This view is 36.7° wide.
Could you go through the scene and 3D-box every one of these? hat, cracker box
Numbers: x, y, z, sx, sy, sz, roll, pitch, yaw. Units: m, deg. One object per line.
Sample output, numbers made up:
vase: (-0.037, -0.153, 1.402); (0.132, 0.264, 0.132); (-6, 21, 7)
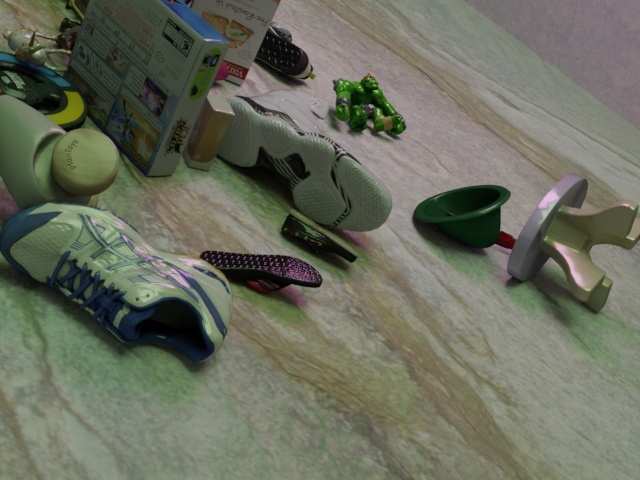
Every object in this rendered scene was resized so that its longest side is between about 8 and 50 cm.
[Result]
hat: (0.296, 0.006, 1.813); (0.209, 0.183, 0.173); (-11, 20, 13)
cracker box: (-0.182, -0.444, 1.916); (0.156, 0.232, 0.067); (20, 30, -15)

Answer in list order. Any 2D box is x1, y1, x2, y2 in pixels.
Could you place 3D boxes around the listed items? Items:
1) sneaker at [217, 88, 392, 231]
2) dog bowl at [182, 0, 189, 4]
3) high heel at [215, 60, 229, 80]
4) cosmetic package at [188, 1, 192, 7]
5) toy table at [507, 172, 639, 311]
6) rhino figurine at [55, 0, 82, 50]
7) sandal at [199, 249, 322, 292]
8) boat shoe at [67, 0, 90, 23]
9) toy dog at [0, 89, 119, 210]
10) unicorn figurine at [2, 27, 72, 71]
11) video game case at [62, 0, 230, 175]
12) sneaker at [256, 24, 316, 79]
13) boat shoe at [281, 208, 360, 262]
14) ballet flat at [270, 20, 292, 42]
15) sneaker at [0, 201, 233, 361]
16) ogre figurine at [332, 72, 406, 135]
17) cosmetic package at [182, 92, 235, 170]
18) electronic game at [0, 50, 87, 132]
sneaker: (-0.010, -0.158, 1.685); (0.366, 0.137, 0.210); (31, 30, 13)
dog bowl: (-0.366, -0.557, 1.908); (0.265, 0.265, 0.104); (27, 26, -2)
high heel: (-0.266, -0.314, 1.820); (0.244, 0.082, 0.117); (17, 59, -49)
cosmetic package: (-0.343, -0.649, 2.197); (0.230, 0.161, 0.453); (35, 28, 16)
toy table: (0.478, 0.000, 1.771); (0.161, 0.252, 0.274); (29, 58, 25)
rhino figurine: (-0.427, -0.408, 1.803); (0.106, 0.073, 0.243); (19, 39, -6)
sandal: (-0.087, 0.048, 1.383); (0.179, 0.040, 0.067); (7, 25, -8)
boat shoe: (-0.321, -0.313, 1.667); (0.324, 0.097, 0.116); (58, 14, 1)
toy dog: (-0.419, -0.113, 1.223); (0.334, 0.220, 0.161); (27, 58, 15)
unicorn figurine: (-0.461, -0.309, 1.557); (0.162, 0.060, 0.111); (20, 13, 40)
video game case: (-0.286, -0.277, 1.524); (0.269, 0.244, 0.061); (44, 30, 27)
sneaker: (-0.106, -0.422, 2.147); (0.235, 0.084, 0.097); (42, 7, 24)
boat shoe: (0.000, 0.000, 1.535); (0.133, 0.042, 0.049); (31, 7, 5)
ballet flat: (-0.158, -0.485, 2.212); (0.188, 0.070, 0.070); (25, 27, -1)
sneaker: (-0.241, 0.051, 1.149); (0.296, 0.112, 0.131); (20, 29, -14)
ogre figurine: (0.093, -0.290, 2.067); (0.197, 0.097, 0.118); (-8, 60, -27)
cosmetic package: (-0.187, -0.178, 1.585); (0.041, 0.115, 0.060); (9, 32, -32)
electronic game: (-0.473, -0.231, 1.488); (0.229, 0.048, 0.229); (22, 28, -12)
